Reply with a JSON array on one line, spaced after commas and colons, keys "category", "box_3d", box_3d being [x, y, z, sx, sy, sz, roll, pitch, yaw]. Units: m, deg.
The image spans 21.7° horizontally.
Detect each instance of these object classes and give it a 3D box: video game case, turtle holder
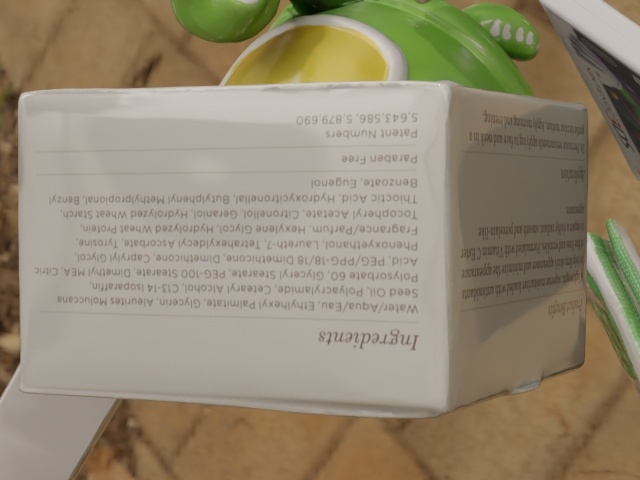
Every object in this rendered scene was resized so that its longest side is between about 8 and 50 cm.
[{"category": "video game case", "box_3d": [0.197, -0.031, 0.815, 0.022, 0.173, 0.190, -44, 50, -2]}, {"category": "turtle holder", "box_3d": [0.028, -0.054, 1.114, 0.243, 0.227, 0.320, 19, 133, 22]}]

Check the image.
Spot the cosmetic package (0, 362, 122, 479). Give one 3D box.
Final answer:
[{"category": "cosmetic package", "box_3d": [-0.146, 0.087, 0.942, 0.239, 0.060, 0.099, -59, 8, 10]}]

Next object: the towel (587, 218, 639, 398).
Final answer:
[{"category": "towel", "box_3d": [0.241, 0.172, 1.012, 0.038, 0.325, 0.248, -23, 38, 5]}]

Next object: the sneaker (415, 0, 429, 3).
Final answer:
[{"category": "sneaker", "box_3d": [0.080, -0.219, 0.991, 0.152, 0.084, 0.058, -43, 10, 32]}]

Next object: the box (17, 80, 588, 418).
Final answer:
[{"category": "box", "box_3d": [0.000, 0.000, 0.675, 0.181, 0.181, 0.119, 1, 92, 24]}]
